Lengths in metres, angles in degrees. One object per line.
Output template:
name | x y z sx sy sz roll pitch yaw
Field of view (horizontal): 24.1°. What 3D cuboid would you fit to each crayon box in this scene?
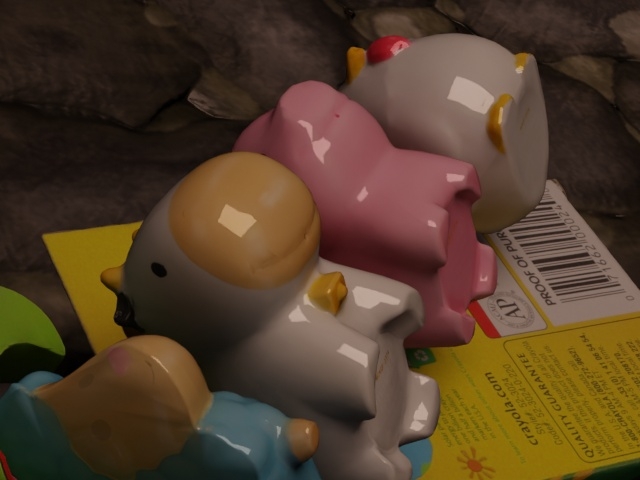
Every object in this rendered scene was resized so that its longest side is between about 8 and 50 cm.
crayon box | 0.031 0.071 0.761 0.318 0.081 0.202 -6 47 -31

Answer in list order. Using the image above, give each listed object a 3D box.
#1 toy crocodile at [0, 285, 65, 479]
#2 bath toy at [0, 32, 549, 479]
toy crocodile | -0.141 0.158 0.554 0.105 0.115 0.340 10 41 -25
bath toy | 0.000 0.000 0.671 0.129 0.151 0.348 0 30 26
